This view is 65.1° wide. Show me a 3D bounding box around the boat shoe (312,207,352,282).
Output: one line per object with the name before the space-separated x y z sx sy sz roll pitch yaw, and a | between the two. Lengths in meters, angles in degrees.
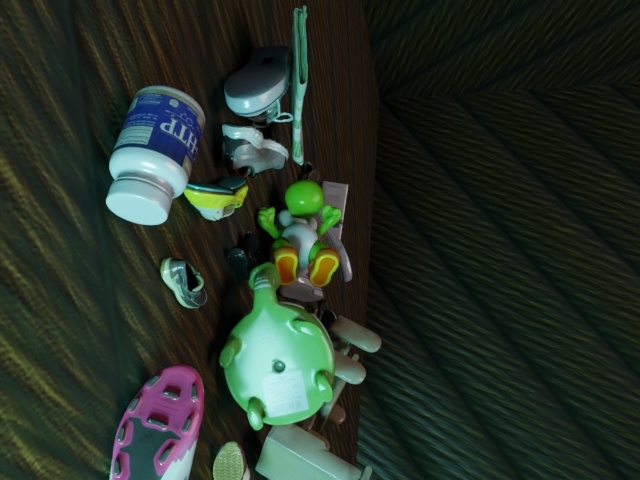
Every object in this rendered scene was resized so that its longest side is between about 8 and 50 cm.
boat shoe | 0.000 0.000 1.551 0.302 0.094 0.109 64 -12 6

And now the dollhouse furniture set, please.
dollhouse furniture set | 0.044 0.486 1.353 0.394 0.256 0.362 -48 161 -53

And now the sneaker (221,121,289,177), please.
sneaker | -0.156 -0.194 1.158 0.271 0.100 0.108 4 100 -72

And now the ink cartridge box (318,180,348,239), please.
ink cartridge box | 0.024 -0.082 1.699 0.160 0.092 0.219 -162 -100 -83

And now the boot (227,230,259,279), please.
boot | -0.173 0.022 1.154 0.121 0.045 0.099 83 16 -54

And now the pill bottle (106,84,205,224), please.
pill bottle | -0.244 -0.123 0.739 0.112 0.112 0.187 65 28 -59

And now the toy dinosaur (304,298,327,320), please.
toy dinosaur | -0.022 0.266 1.727 0.268 0.064 0.118 -59 160 -66

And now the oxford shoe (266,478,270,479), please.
oxford shoe | -0.113 0.718 1.302 0.146 0.140 0.397 -61 177 13

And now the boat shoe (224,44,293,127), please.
boat shoe | -0.133 -0.335 1.182 0.367 0.135 0.156 -87 173 -55

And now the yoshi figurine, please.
yoshi figurine | -0.050 -0.046 1.326 0.203 0.203 0.362 51 13 -29

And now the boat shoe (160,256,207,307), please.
boat shoe | -0.234 0.081 0.900 0.152 0.049 0.056 67 26 -58

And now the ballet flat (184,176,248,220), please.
ballet flat | -0.203 -0.080 0.995 0.231 0.077 0.077 -41 146 -74

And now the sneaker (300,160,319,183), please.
sneaker | -0.048 -0.182 1.652 0.071 0.066 0.188 54 30 -39

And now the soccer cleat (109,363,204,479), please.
soccer cleat | -0.253 0.356 0.747 0.143 0.116 0.331 97 3 -60

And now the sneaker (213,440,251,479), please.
sneaker | -0.186 0.497 1.076 0.084 0.069 0.186 -73 166 -73

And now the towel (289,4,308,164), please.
towel | -0.053 -0.371 1.249 0.325 0.038 0.248 103 -14 -65

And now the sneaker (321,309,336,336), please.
sneaker | 0.012 0.336 1.815 0.121 0.079 0.217 71 25 -56

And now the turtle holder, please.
turtle holder | -0.108 0.238 1.124 0.320 0.243 0.227 49 1 -1

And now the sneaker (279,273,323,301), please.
sneaker | -0.067 0.091 1.509 0.282 0.102 0.161 53 29 -73
